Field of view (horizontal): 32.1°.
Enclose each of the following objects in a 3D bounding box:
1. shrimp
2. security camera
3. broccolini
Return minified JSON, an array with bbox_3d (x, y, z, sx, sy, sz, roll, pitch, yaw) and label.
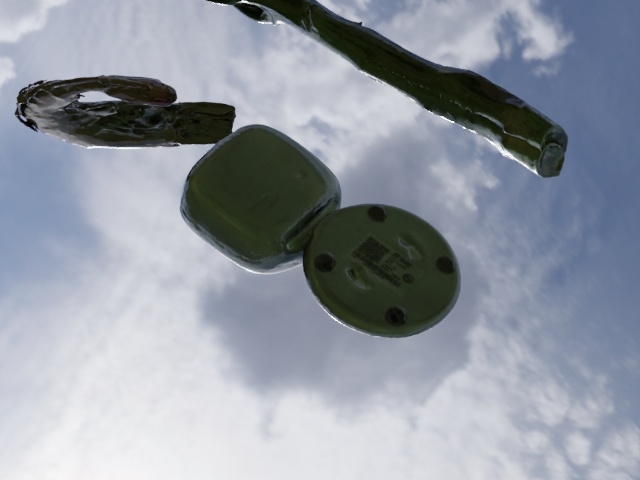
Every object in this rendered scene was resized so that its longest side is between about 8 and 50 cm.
[{"bbox_3d":[-0.223,-0.153,1.277,0.253,0.173,0.058,-1,-108,-5],"label":"shrimp"},{"bbox_3d":[0.000,0.000,1.116,0.301,0.080,0.157,35,-128,16],"label":"security camera"},{"bbox_3d":[0.000,-0.102,0.474,0.254,0.057,0.071,31,-104,35],"label":"broccolini"}]
